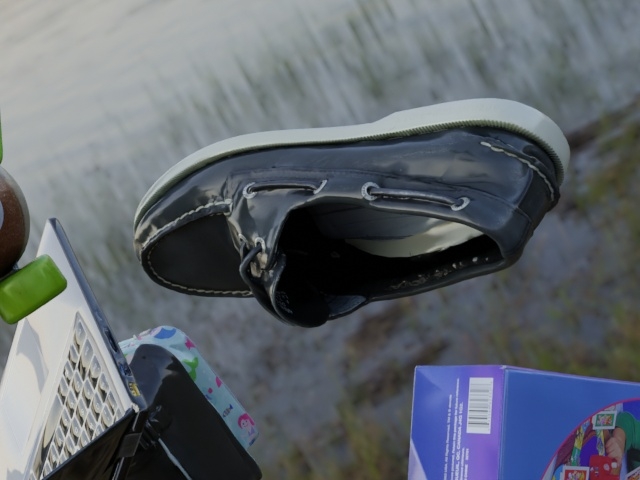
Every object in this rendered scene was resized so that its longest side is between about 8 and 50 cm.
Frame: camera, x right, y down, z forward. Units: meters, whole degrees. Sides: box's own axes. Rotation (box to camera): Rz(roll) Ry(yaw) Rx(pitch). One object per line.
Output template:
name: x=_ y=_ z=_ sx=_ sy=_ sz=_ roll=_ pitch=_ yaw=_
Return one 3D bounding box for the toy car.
toy car: x=-0.288 y=0.022 z=1.260 sx=0.149 sy=0.155 sz=0.188 roll=-31 pitch=6 yaw=30

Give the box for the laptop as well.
laptop: x=-0.320 y=0.252 z=1.702 sx=0.236 sy=0.382 sz=0.408 roll=-1 pitch=41 yaw=-30

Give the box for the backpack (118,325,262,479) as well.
backpack: x=-0.212 y=0.225 z=2.122 sx=0.253 sy=0.225 sz=0.191 roll=-23 pitch=22 yaw=37

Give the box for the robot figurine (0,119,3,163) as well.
robot figurine: x=-0.178 y=-0.028 z=0.762 sx=0.115 sy=0.067 sz=0.101 roll=-29 pitch=-32 yaw=30

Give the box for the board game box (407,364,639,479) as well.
board game box: x=0.155 y=0.253 z=1.088 sx=0.233 sy=0.347 sz=0.078 roll=9 pitch=-8 yaw=-35

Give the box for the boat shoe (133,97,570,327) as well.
boat shoe: x=0.003 y=0.002 z=1.270 sx=0.340 sy=0.127 sz=0.113 roll=-9 pitch=49 yaw=30
